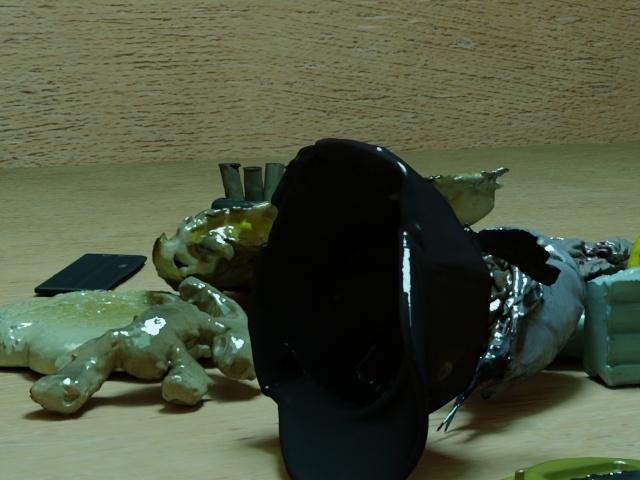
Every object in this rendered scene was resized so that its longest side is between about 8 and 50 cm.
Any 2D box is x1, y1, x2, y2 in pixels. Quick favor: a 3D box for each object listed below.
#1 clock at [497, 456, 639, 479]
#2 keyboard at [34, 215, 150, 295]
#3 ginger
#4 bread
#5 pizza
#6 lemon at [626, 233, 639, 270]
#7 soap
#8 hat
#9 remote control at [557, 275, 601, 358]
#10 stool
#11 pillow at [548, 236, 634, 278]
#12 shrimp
[{"bbox_3d":[0.207,0.192,1.188,0.237,0.057,0.237,1,8,0],"label":"clock"},{"bbox_3d":[-0.299,0.031,2.312,0.103,0.041,0.381,2,15,6],"label":"keyboard"},{"bbox_3d":[-0.153,0.113,1.609,0.149,0.065,0.258,28,35,32],"label":"ginger"},{"bbox_3d":[-0.222,0.095,1.819,0.316,0.054,0.316,-1,8,0],"label":"bread"},{"bbox_3d":[-0.031,0.007,2.037,0.434,0.080,0.392,-9,-7,-22],"label":"pizza"},{"bbox_3d":[0.448,0.036,1.871,0.207,0.170,0.170,13,8,-4],"label":"lemon"},{"bbox_3d":[0.370,0.084,1.709,0.198,0.115,0.063,-1,8,-14],"label":"soap"},{"bbox_3d":[0.077,0.085,1.414,0.209,0.238,0.336,20,34,-31],"label":"hat"},{"bbox_3d":[0.286,0.078,1.904,0.128,0.066,0.335,1,9,16],"label":"remote control"},{"bbox_3d":[-0.088,-0.039,2.415,0.153,0.139,0.228,1,6,16],"label":"stool"},{"bbox_3d":[0.277,0.019,1.921,0.135,0.049,0.248,0,4,30],"label":"pillow"},{"bbox_3d":[0.164,0.076,1.598,0.116,0.145,0.343,-39,4,33],"label":"shrimp"}]
